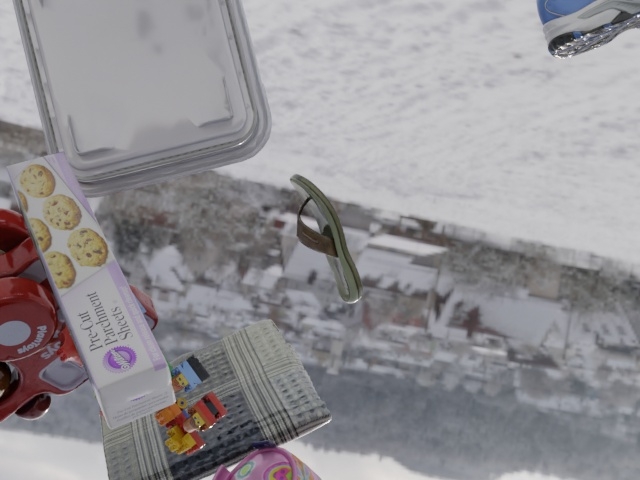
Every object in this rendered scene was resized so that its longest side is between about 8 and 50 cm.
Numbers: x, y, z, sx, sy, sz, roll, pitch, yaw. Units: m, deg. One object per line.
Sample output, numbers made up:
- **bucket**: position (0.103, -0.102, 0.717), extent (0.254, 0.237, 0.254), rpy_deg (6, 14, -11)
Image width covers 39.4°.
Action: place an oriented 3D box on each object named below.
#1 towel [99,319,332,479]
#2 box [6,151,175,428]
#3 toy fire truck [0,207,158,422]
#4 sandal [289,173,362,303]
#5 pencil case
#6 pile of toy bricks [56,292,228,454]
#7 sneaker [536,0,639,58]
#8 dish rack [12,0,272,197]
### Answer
- **towel**: position (-0.164, 0.245, 1.300), extent (0.312, 0.056, 0.324), rpy_deg (-23, -157, -8)
- **box**: position (-0.229, 0.034, 0.864), extent (0.067, 0.324, 0.063), rpy_deg (-20, 138, -18)
- **toy fire truck**: position (-0.379, 0.127, 1.084), extent (0.254, 0.302, 0.169), rpy_deg (45, -172, -45)
- **sandal**: position (0.001, 0.001, 1.887), extent (0.086, 0.303, 0.120), rpy_deg (-23, -173, -12)
- **pencil case**: position (-0.020, 0.362, 1.103), extent (0.124, 0.124, 0.284), rpy_deg (5, 146, 39)
- **pile of toy bricks**: position (-0.212, 0.163, 1.005), extent (0.118, 0.212, 0.105), rpy_deg (-37, 180, 45)
- **sneaker**: position (0.306, -0.250, 0.865), extent (0.211, 0.081, 0.080), rpy_deg (-20, 170, -11)
- **dish rack**: position (-0.228, -0.239, 1.102), extent (0.285, 0.333, 0.072), rpy_deg (-14, 177, -1)
